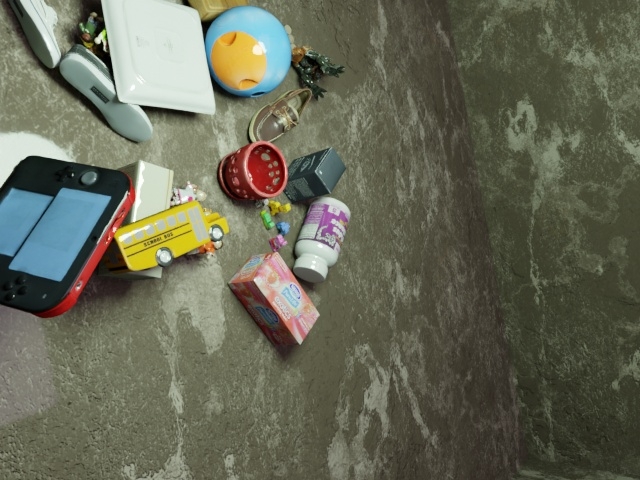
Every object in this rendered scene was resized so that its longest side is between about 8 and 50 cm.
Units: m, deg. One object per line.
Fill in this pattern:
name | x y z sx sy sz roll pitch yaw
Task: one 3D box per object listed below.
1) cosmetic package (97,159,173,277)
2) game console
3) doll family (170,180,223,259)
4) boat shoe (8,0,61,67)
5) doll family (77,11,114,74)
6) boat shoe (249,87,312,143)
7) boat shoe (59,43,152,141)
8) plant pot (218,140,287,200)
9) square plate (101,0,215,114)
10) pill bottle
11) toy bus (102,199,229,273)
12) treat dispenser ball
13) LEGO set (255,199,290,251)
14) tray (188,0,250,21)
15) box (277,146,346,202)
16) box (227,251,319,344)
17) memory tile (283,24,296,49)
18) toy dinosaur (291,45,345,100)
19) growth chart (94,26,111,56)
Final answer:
cosmetic package | -0.512 -0.050 1.507 0.113 0.160 0.309 15 74 -46
game console | -0.645 -0.025 1.253 0.060 0.342 0.386 83 24 -59
doll family | -0.398 -0.046 1.686 0.163 0.118 0.263 -9 72 -42
boat shoe | -0.729 -0.581 1.407 0.084 0.095 0.258 -34 110 -40
doll family | -0.614 -0.542 1.542 0.193 0.076 0.111 36 54 -42
boat shoe | -0.137 -0.465 2.009 0.123 0.123 0.342 58 47 -23
boat shoe | -0.586 -0.412 1.526 0.306 0.113 0.105 43 36 -36
plant pot | -0.234 -0.224 1.826 0.191 0.174 0.191 11 75 -46
square plate | -0.457 -0.559 1.591 0.344 0.049 0.347 -8 86 -53
pill bottle | 0.000 0.000 2.049 0.169 0.169 0.301 39 57 -36
toy bus | -0.402 -0.012 1.427 0.332 0.108 0.130 -30 105 -47
treat dispenser ball | -0.240 -0.624 1.803 0.288 0.288 0.288 10 76 -46
LEGO set | -0.152 -0.084 1.952 0.087 0.093 0.227 -33 108 -45
tray | -0.395 -0.940 1.808 0.203 0.076 0.411 -26 96 -46
box | -0.033 -0.242 2.023 0.108 0.207 0.153 53 49 -27
box | -0.155 0.203 1.865 0.300 0.142 0.154 59 46 -23
memory tile | -0.154 -0.785 2.128 0.148 0.012 0.113 -29 105 -47
toy dinosaur | -0.044 -0.685 2.136 0.322 0.164 0.218 -23 68 -40
growth chart | -0.543 -0.538 1.579 0.237 0.021 0.172 55 39 -47
